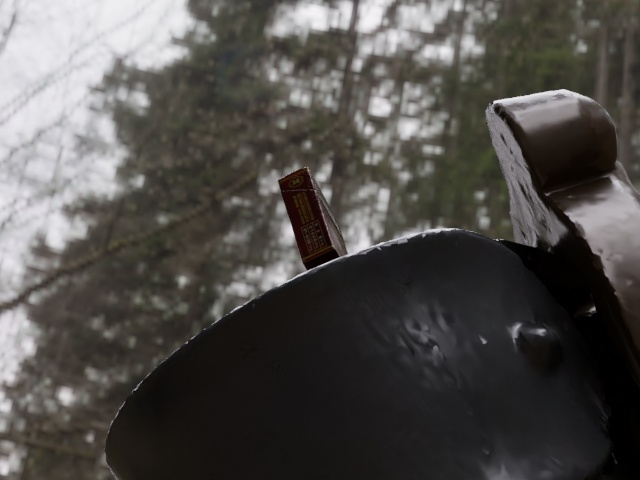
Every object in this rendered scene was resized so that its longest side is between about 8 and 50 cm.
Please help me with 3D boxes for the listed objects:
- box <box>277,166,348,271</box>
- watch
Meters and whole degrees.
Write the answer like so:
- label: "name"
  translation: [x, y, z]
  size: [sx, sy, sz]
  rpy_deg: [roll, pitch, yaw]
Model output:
- label: "box"
  translation: [0.000, 0.000, 0.980]
  size: [0.023, 0.082, 0.051]
  rpy_deg: [-23, -49, 5]
- label: "watch"
  translation: [0.065, 0.135, 0.892]
  size: [0.326, 0.314, 0.335]
  rpy_deg: [-24, -24, -1]
